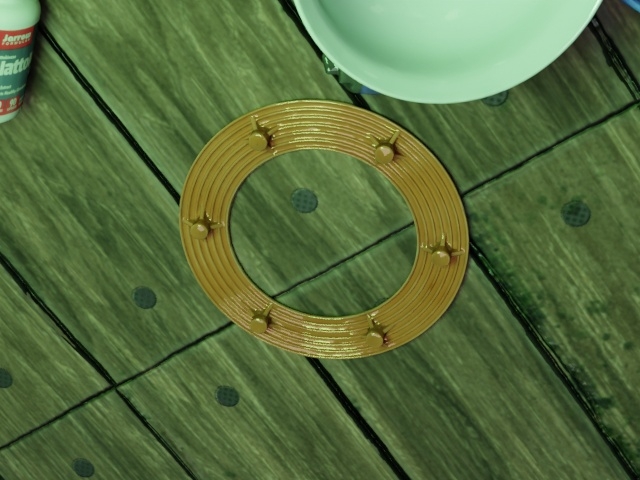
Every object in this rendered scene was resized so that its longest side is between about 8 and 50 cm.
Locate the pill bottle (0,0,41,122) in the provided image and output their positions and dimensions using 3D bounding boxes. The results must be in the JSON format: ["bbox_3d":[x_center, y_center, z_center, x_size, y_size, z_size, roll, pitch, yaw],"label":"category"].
[{"bbox_3d":[-0.353,-0.224,1.321,0.108,0.108,0.180,20,122,0],"label":"pill bottle"}]

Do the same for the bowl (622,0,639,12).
[{"bbox_3d":[0.392,-0.358,1.107,0.391,0.077,0.391,5,120,9],"label":"bowl"}]

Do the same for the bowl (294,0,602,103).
[{"bbox_3d":[0.105,-0.281,1.104,0.298,0.134,0.298,-4,117,-8],"label":"bowl"}]

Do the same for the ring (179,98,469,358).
[{"bbox_3d":[0.000,0.000,1.419,0.337,0.032,0.336,5,119,10],"label":"ring"}]

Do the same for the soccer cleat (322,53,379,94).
[{"bbox_3d":[0.063,-0.285,1.228,0.121,0.093,0.289,-9,116,-18],"label":"soccer cleat"}]
